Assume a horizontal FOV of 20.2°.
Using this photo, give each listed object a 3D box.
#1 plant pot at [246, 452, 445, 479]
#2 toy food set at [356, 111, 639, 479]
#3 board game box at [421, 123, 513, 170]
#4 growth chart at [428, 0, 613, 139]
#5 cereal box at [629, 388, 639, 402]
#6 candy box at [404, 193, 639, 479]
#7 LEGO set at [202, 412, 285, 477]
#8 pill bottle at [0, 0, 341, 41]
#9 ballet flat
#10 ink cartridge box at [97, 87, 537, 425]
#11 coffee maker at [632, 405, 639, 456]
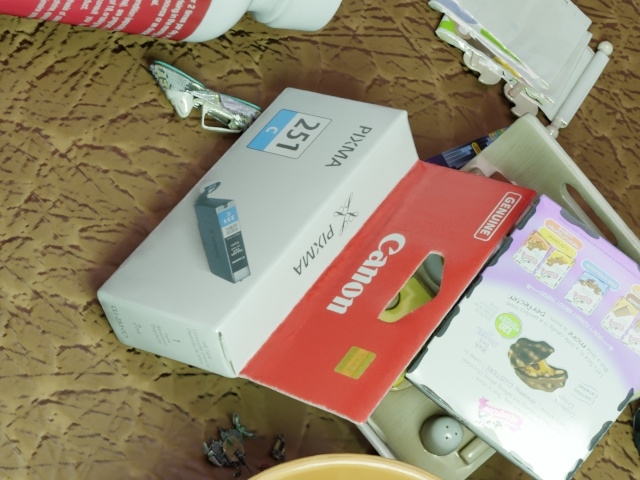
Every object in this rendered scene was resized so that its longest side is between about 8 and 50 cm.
[{"bbox_3d":[0.008,0.333,1.377,0.290,0.203,0.291,5,63,-10],"label":"plant pot"},{"bbox_3d":[0.140,0.062,1.600,0.306,0.092,0.220,-39,87,-12],"label":"toy food set"},{"bbox_3d":[0.169,-0.013,1.715,0.141,0.048,0.170,-23,79,-32],"label":"board game box"},{"bbox_3d":[0.193,-0.225,1.836,0.237,0.021,0.172,46,58,0],"label":"growth chart"},{"bbox_3d":[0.370,0.089,1.689,0.240,0.173,0.047,-22,80,-30],"label":"cereal box"},{"bbox_3d":[0.193,0.089,1.527,0.165,0.070,0.196,38,86,4],"label":"candy box"},{"bbox_3d":[-0.069,0.181,1.541,0.083,0.023,0.054,29,60,-26],"label":"LEGO set"},{"bbox_3d":[-0.182,-0.299,1.576,0.407,0.229,0.229,7,65,-22],"label":"pill bottle"},{"bbox_3d":[-0.109,-0.125,1.645,0.114,0.041,0.041,25,60,-12],"label":"ballet flat"},{"bbox_3d":[0.000,0.000,1.533,0.261,0.066,0.296,15,50,33],"label":"ink cartridge box"},{"bbox_3d":[0.406,0.163,1.672,0.178,0.171,0.120,-20,77,-30],"label":"coffee maker"}]
